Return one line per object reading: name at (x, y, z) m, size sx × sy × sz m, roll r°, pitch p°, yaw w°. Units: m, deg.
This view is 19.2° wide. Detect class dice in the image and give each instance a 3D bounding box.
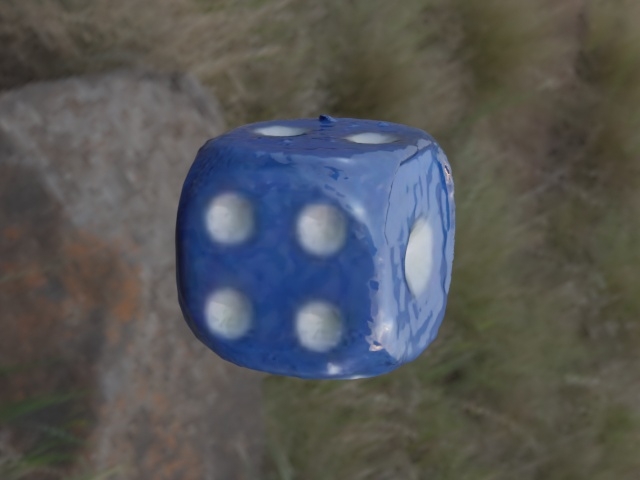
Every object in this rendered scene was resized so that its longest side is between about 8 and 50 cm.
dice at (0.000, 0.000, 1.193) m, size 0.143 × 0.146 × 0.146 m, roll -27°, pitch 122°, yaw -62°
